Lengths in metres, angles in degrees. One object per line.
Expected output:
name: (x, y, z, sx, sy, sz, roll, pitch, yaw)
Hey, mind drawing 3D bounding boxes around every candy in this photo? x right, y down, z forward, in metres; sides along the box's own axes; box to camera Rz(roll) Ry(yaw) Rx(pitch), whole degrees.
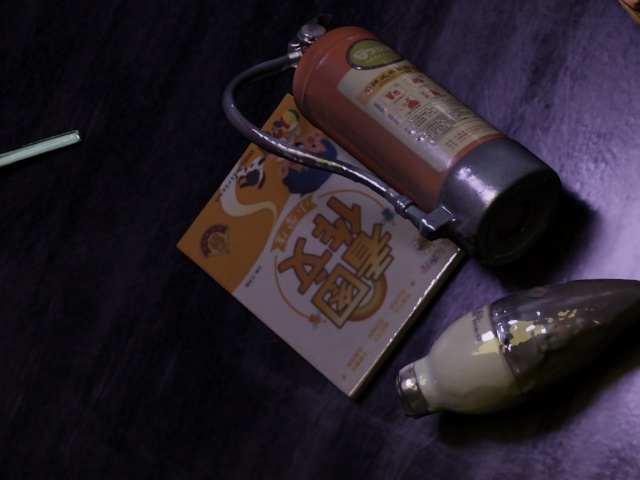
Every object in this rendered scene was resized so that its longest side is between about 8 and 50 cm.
candy: (-0.433, -0.078, 1.920, 0.335, 0.092, 0.093, -15, 28, 18)

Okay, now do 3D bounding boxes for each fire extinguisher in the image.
fire extinguisher: (0.049, -0.118, 1.563, 0.376, 0.200, 0.113, 43, 124, 37)

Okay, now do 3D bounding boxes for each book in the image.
book: (0.000, 0.000, 1.645, 0.295, 0.020, 0.208, 38, 93, 36)

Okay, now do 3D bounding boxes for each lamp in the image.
lamp: (0.181, 0.097, 1.447, 0.250, 0.101, 0.101, -24, 61, 15)

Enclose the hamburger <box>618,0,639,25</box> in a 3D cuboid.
hamburger: (0.342, -0.249, 1.412, 0.162, 0.209, 0.330, -43, 57, 11)
